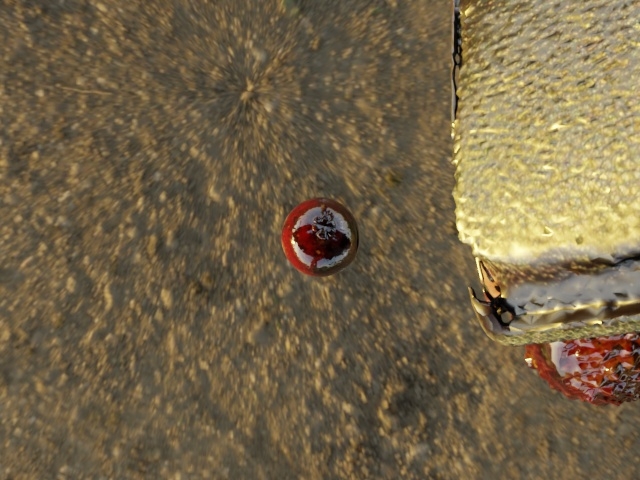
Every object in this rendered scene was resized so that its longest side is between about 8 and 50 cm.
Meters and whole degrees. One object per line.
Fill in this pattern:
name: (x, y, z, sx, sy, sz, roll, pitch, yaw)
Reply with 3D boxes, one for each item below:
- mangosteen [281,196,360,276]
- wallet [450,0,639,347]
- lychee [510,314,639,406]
mangosteen: (0.001, -0.001, 1.055, 0.080, 0.081, 0.081, -1, 98, -4)
wallet: (0.152, -0.099, 0.414, 0.071, 0.220, 0.262, 15, 68, -44)
lychee: (0.190, 0.052, 0.699, 0.129, 0.123, 0.123, -13, 101, 36)
